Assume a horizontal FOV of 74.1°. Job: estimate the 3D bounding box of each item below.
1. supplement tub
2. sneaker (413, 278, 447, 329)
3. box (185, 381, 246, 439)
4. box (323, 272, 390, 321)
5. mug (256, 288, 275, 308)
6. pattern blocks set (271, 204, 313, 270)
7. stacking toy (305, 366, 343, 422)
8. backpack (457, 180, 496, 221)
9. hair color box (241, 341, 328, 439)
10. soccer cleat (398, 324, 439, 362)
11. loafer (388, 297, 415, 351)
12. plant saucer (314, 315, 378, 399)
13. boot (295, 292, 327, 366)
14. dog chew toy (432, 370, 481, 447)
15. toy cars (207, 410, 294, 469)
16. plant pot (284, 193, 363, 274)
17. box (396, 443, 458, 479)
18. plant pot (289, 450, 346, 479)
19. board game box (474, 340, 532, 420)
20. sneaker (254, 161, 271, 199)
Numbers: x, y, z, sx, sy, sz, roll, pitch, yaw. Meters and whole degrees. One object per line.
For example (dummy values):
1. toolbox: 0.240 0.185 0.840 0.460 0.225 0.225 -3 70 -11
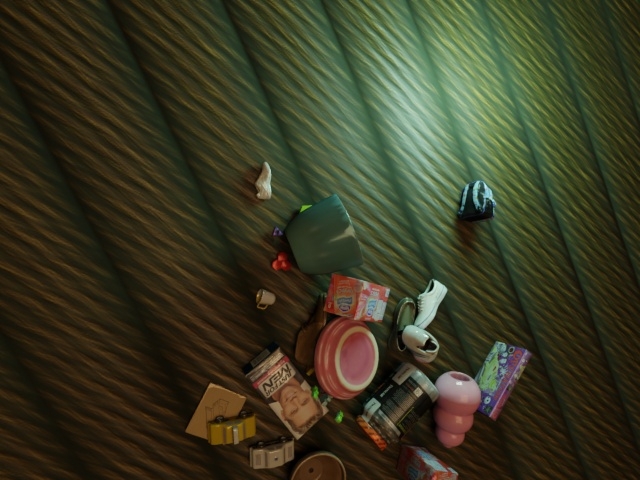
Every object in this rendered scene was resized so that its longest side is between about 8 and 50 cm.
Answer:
1. supplement tub: 0.320 0.705 1.805 0.338 0.207 0.207 -40 103 -15
2. sneaker: 0.475 0.288 1.915 0.091 0.094 0.258 40 62 -6
3. box: -0.404 0.674 1.652 0.164 0.021 0.201 29 81 -17
4. box: 0.152 0.235 1.695 0.300 0.142 0.154 21 82 -60
5. mug: -0.220 0.233 1.700 0.064 0.078 0.062 19 52 -27
6. pattern blocks set: -0.044 -0.004 1.767 0.325 0.026 0.285 2 90 -19
7. stacking toy: 0.012 0.610 1.697 0.052 0.221 0.167 -40 106 8
8. backpack: 0.730 -0.182 1.973 0.117 0.158 0.173 16 74 -27
9. hair color box: -0.139 0.598 1.699 0.174 0.105 0.347 -39 103 -14
10. soccer cleat: 0.457 0.470 1.831 0.331 0.143 0.116 42 72 -44
11. loafer: 0.376 0.381 1.883 0.094 0.087 0.251 15 86 -19
12. plant saucer: 0.123 0.470 1.705 0.332 0.084 0.332 6 81 -41
13. boot: -0.033 0.359 1.740 0.115 0.112 0.305 10 80 5
14. dog chew toy: 0.602 0.771 1.914 0.207 0.206 0.332 6 96 -19
15. toy cars: -0.258 0.795 1.656 0.394 0.087 0.176 41 79 -19
16. plant pot: 0.000 0.000 1.627 0.235 0.293 0.293 -22 98 -4
17. box: 0.454 0.997 1.827 0.128 0.257 0.122 18 83 -18
18. plant pot: -0.024 0.967 1.739 0.237 0.110 0.237 0 91 -20
19. board game box: 0.819 0.645 1.977 0.056 0.208 0.347 39 78 -16
20. sneaker: -0.229 -0.238 1.687 0.061 0.054 0.152 -1 91 -16
